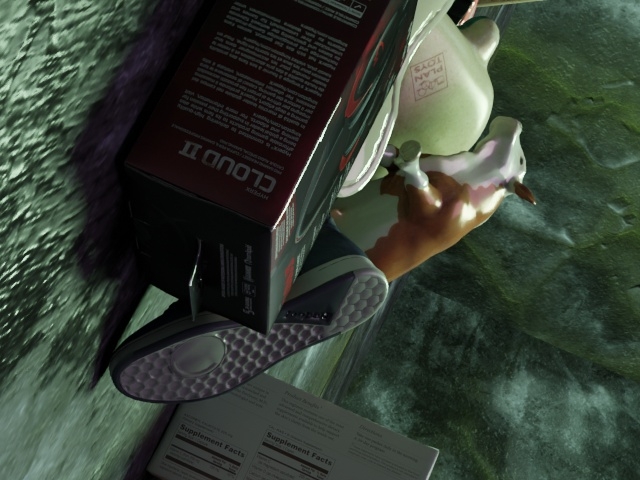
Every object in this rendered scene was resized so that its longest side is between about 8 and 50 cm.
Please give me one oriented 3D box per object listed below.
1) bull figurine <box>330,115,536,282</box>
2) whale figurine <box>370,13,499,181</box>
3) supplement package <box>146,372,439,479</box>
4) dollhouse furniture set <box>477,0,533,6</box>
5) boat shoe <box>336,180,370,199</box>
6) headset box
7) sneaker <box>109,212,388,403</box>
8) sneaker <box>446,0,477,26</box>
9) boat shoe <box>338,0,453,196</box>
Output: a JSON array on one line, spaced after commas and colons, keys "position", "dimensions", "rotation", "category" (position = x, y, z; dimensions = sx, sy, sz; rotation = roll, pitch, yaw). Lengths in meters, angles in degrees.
[{"position": [0.065, -0.029, 1.433], "dimensions": [0.310, 0.101, 0.188], "rotation": [-37, 140, 11], "category": "bull figurine"}, {"position": [0.076, -0.188, 1.472], "dimensions": [0.216, 0.141, 0.272], "rotation": [-26, 135, -14], "category": "whale figurine"}, {"position": [-0.025, 0.246, 1.539], "dimensions": [0.204, 0.262, 0.145], "rotation": [87, 28, -74], "category": "supplement package"}, {"position": [0.232, -0.402, 1.864], "dimensions": [0.151, 0.123, 0.144], "rotation": [32, 60, -58], "category": "dollhouse furniture set"}, {"position": [0.000, 0.000, 1.592], "dimensions": [0.096, 0.098, 0.277], "rotation": [92, 22, -69], "category": "boat shoe"}, {"position": [-0.034, -0.083, 1.023], "dimensions": [0.218, 0.110, 0.293], "rotation": [98, 18, -68], "category": "headset box"}, {"position": [-0.082, 0.032, 1.164], "dimensions": [0.226, 0.163, 0.086], "rotation": [-21, 137, -16], "category": "sneaker"}, {"position": [0.136, -0.243, 1.736], "dimensions": [0.136, 0.116, 0.314], "rotation": [-57, 168, -60], "category": "sneaker"}, {"position": [0.038, -0.195, 1.251], "dimensions": [0.116, 0.097, 0.324], "rotation": [32, 78, -47], "category": "boat shoe"}]
